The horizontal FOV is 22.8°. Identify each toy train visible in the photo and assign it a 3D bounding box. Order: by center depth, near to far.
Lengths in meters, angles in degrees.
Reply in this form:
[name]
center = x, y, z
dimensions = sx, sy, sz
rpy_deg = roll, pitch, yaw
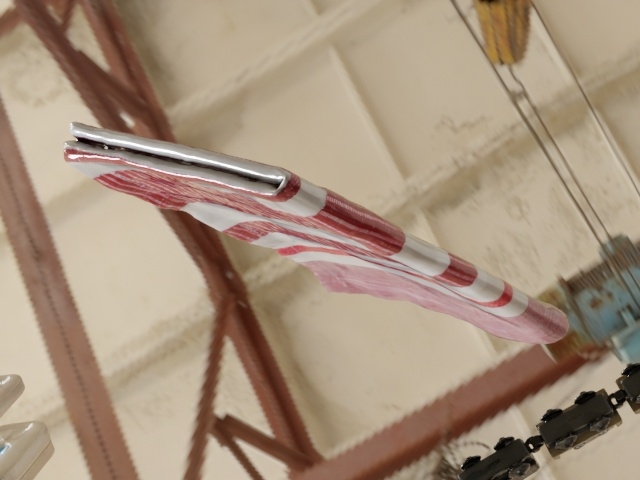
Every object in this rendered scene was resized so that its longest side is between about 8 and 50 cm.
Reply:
[toy train]
center = 0.152, 0.105, 0.915
dimensions = 0.158, 0.036, 0.027
rpy_deg = -31, -120, 6

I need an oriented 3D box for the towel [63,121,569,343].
[towel]
center = 0.000, 0.000, 1.142
dimensions = 0.237, 0.329, 0.037
rpy_deg = 13, -99, 43

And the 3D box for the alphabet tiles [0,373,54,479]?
[alphabet tiles]
center = -0.299, 0.163, 0.923
dimensions = 0.284, 0.278, 0.021
rpy_deg = -10, -69, 23
